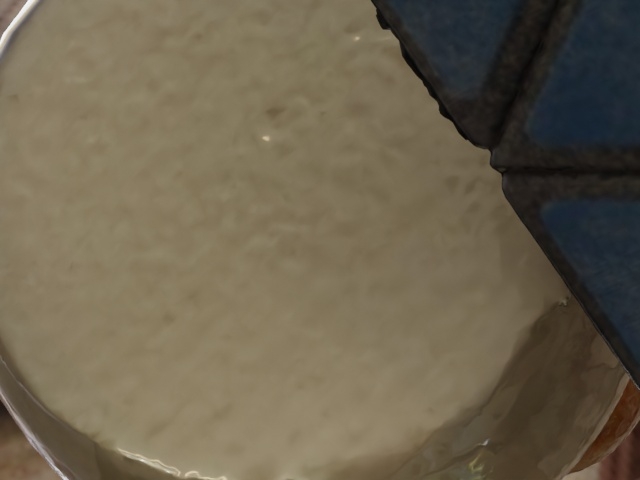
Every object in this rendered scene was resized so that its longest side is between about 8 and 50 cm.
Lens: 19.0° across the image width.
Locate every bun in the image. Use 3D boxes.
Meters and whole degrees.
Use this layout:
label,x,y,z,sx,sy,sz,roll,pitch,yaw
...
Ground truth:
label,x,y,z,sx,sy,sz,roll,pitch,yaw
bun,0.000,0.000,0.474,0.173,0.173,0.120,57,1,23

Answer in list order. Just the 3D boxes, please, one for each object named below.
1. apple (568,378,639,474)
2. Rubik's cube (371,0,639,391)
label,x,y,z,sx,sy,sz,roll,pitch,yaw
apple,0.104,0.032,1.006,0.195,0.160,0.173,34,-37,60
Rubik's cube,0.107,-0.047,0.287,0.178,0.190,0.211,-35,-143,52
